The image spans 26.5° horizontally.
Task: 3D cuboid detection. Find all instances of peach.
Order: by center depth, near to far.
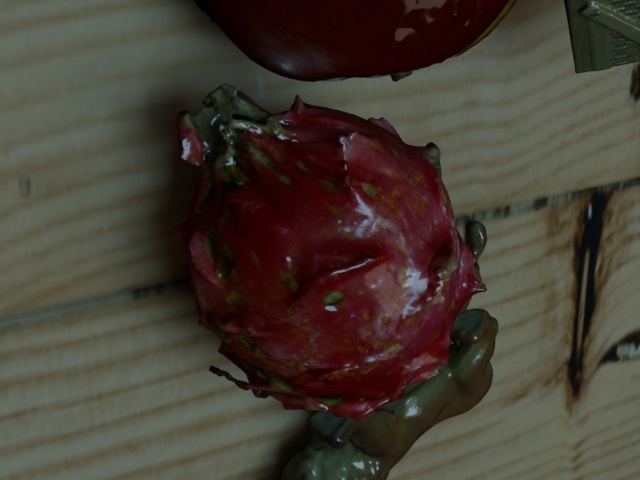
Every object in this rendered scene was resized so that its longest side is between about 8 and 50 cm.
[{"bbox_3d":[0.044,-0.262,0.859,0.258,0.201,0.361,-10,113,-38],"label":"peach"}]

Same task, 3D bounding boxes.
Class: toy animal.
[{"bbox_3d":[0.060,0.135,1.119,0.312,0.097,0.157,-36,139,-29],"label":"toy animal"}]

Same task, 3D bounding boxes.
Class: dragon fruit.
[{"bbox_3d":[0.000,0.000,0.933,0.268,0.210,0.205,56,52,-33],"label":"dragon fruit"}]

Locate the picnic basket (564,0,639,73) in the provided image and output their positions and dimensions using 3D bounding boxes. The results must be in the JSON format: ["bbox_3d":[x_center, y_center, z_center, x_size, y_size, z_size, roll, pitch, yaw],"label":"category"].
[{"bbox_3d":[0.237,-0.259,0.988,0.266,0.139,0.165,66,19,-55],"label":"picnic basket"}]
